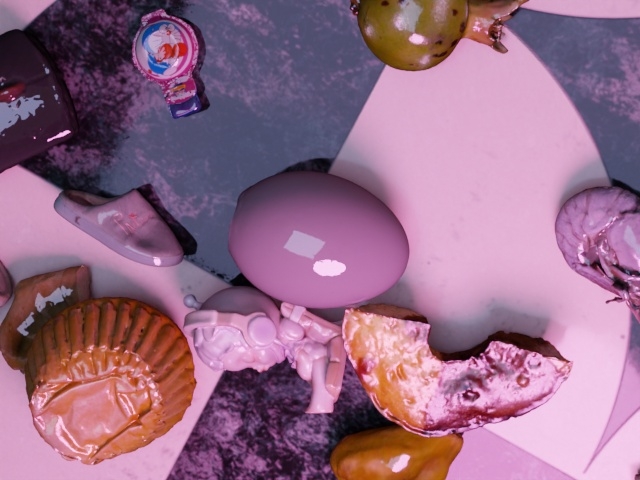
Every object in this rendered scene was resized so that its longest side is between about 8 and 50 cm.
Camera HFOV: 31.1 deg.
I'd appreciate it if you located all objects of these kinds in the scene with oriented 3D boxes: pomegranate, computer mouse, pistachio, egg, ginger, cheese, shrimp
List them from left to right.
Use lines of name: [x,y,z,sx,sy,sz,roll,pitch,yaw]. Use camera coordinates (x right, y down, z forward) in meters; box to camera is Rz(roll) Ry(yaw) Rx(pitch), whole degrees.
computer mouse: [-0.474,-0.168,1.578,0.269,0.100,0.170,-26,96,13]
ginger: [-0.394,0.107,1.625,0.095,0.069,0.190,26,104,-31]
cheese: [-0.203,-0.237,1.549,0.095,0.038,0.145,-19,95,12]
egg: [0.000,0.000,1.483,0.232,0.176,0.176,8,101,2]
pistachio: [0.101,0.299,1.550,0.189,0.110,0.100,-11,65,12]
pomegranate: [0.145,-0.291,1.428,0.220,0.156,0.156,-16,97,-8]
shrimp: [0.441,0.062,1.446,0.343,0.116,0.145,38,104,9]

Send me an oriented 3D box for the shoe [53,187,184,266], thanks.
shoe: [-0.271,-0.033,1.574,0.195,0.079,0.078,25,110,9]

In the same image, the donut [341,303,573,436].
donut: [0.170,0.173,1.516,0.295,0.112,0.151,13,108,7]

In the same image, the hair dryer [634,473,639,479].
hair dryer: [0.499,0.269,1.500,0.219,0.088,0.225,-30,80,17]

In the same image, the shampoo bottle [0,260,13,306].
shampoo bottle: [-0.562,0.096,1.643,0.234,0.087,0.118,-33,94,14]

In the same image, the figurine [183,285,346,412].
figurine: [-0.078,0.140,1.532,0.236,0.162,0.141,19,72,-5]

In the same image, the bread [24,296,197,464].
bread: [-0.289,0.190,1.573,0.240,0.139,0.240,-1,107,-2]
